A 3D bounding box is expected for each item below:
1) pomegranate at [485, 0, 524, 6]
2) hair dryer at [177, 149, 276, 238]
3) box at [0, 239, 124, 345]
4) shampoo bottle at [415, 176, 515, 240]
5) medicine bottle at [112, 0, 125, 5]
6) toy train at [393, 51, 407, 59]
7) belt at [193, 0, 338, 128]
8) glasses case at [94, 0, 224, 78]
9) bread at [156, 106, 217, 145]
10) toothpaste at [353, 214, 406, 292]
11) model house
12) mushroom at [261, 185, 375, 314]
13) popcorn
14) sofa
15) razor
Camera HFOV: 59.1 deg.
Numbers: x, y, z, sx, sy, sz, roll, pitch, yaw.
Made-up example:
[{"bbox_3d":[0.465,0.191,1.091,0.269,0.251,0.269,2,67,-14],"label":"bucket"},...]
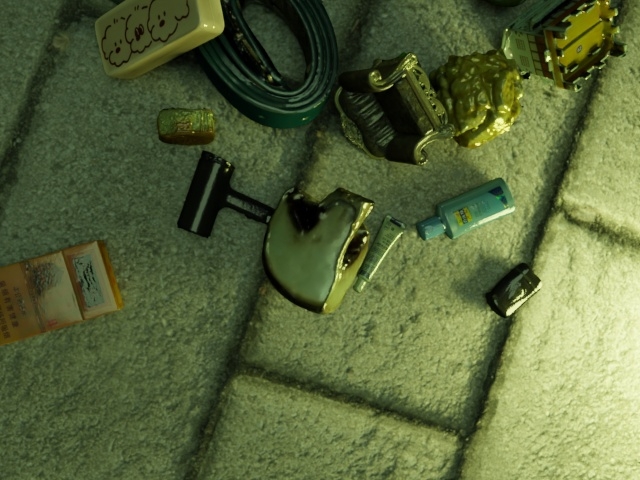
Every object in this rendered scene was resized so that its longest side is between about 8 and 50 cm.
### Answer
[{"bbox_3d":[0.474,-0.681,1.397,0.187,0.225,0.186,-1,104,-4],"label":"pomegranate"},{"bbox_3d":[-0.202,-0.082,1.377,0.251,0.089,0.197,21,87,-14],"label":"hair dryer"},{"bbox_3d":[-0.623,0.117,1.316,0.274,0.076,0.174,-16,94,-8],"label":"box"},{"bbox_3d":[0.373,-0.070,1.467,0.259,0.061,0.103,-24,94,-7],"label":"shampoo bottle"},{"bbox_3d":[-0.421,-0.678,1.233,0.245,0.290,0.244,0,90,-8],"label":"medicine bottle"},{"bbox_3d":[0.146,-0.399,1.441,0.209,0.042,0.044,-41,95,-6],"label":"toy train"},{"bbox_3d":[-0.138,-0.477,1.336,0.300,0.173,0.436,-35,94,-8],"label":"belt"},{"bbox_3d":[-0.363,-0.474,1.248,0.337,0.076,0.143,-12,91,35],"label":"glasses case"},{"bbox_3d":[-0.314,-0.270,1.332,0.140,0.128,0.069,2,86,-9],"label":"bread"},{"bbox_3d":[0.145,0.037,1.447,0.062,0.037,0.216,31,82,-7],"label":"toothpaste"},{"bbox_3d":[0.609,-0.514,1.423,0.224,0.215,0.198,-39,127,-6],"label":"model house"},{"bbox_3d":[-0.009,0.003,1.373,0.218,0.212,0.291,22,100,22],"label":"mushroom"},{"bbox_3d":[0.385,-0.351,1.374,0.225,0.249,0.249,-25,94,3],"label":"popcorn"},{"bbox_3d":[0.161,-0.298,1.340,0.182,0.200,0.258,-39,113,-9],"label":"sofa"},{"bbox_3d":[0.509,0.134,1.490,0.148,0.054,0.090,-41,96,-5],"label":"razor"}]
